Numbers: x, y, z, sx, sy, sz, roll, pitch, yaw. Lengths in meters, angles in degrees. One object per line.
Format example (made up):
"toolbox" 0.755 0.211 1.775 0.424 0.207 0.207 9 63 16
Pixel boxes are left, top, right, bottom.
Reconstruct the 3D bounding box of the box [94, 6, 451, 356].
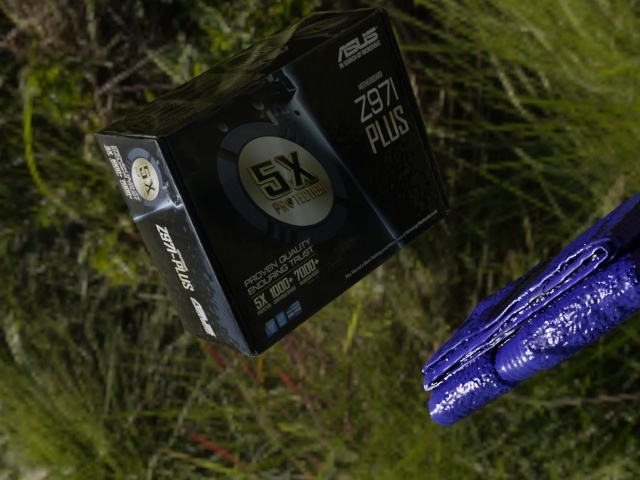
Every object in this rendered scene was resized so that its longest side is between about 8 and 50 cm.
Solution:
"box" -0.022 -0.041 0.696 0.180 0.147 0.077 -34 -154 -29

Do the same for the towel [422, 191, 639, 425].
"towel" 0.237 0.046 1.105 0.308 0.076 0.227 -42 -179 44
